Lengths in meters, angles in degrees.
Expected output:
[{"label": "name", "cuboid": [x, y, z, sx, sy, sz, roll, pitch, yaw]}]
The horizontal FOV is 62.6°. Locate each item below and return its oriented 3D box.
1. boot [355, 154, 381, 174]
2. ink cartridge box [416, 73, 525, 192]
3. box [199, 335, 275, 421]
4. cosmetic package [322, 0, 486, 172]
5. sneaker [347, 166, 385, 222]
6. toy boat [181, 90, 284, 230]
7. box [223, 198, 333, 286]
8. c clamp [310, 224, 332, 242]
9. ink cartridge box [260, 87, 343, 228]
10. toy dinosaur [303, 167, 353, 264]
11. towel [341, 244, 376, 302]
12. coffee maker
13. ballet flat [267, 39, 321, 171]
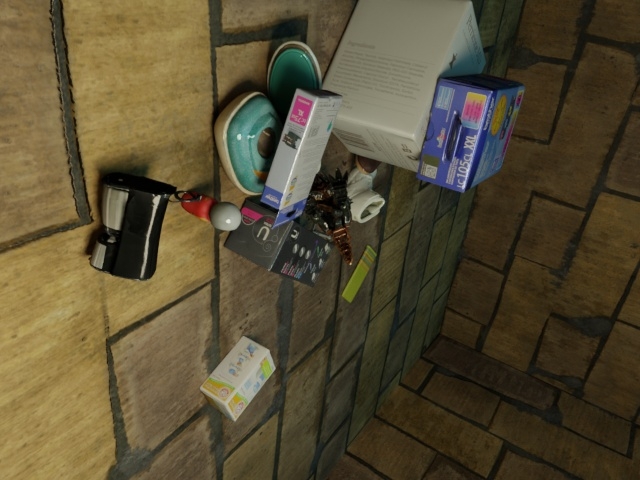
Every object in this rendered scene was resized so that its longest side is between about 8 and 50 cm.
[{"label": "boot", "cuboid": [0.225, -0.340, 1.748, 0.206, 0.090, 0.248, -37, -165, 45]}, {"label": "ink cartridge box", "cuboid": [0.401, -0.296, 1.427, 0.395, 0.151, 0.270, -25, 131, -51]}, {"label": "box", "cuboid": [-0.240, 0.405, 1.550, 0.203, 0.103, 0.114, -49, 148, -31]}, {"label": "cosmetic package", "cuboid": [0.238, -0.452, 1.530, 0.329, 0.327, 0.394, 27, 85, -63]}, {"label": "sneaker", "cuboid": [0.155, -0.157, 1.777, 0.292, 0.169, 0.108, -47, 145, -37]}, {"label": "toy boat", "cuboid": [-0.172, -0.160, 1.199, 0.318, 0.148, 0.268, -56, 151, -22]}, {"label": "box", "cuboid": [-0.105, 0.014, 1.431, 0.144, 0.165, 0.270, -64, 153, -2]}, {"label": "c clamp", "cuboid": [0.000, 0.000, 1.771, 0.160, 0.022, 0.137, 27, 85, -63]}, {"label": "ink cartridge box", "cuboid": [-0.049, -0.190, 1.208, 0.186, 0.065, 0.311, -36, 147, -66]}, {"label": "toy dinosaur", "cuboid": [0.039, -0.086, 1.492, 0.164, 0.322, 0.218, -40, 150, -6]}, {"label": "towel", "cuboid": [0.157, 0.137, 2.168, 0.237, 0.021, 0.102, -61, 147, -11]}, {"label": "coffee maker", "cuboid": [-0.335, -0.019, 0.985, 0.120, 0.171, 0.179, -41, 148, -69]}, {"label": "ballet flat", "cuboid": [-0.051, -0.341, 1.335, 0.139, 0.139, 0.400, -49, 152, -32]}]
